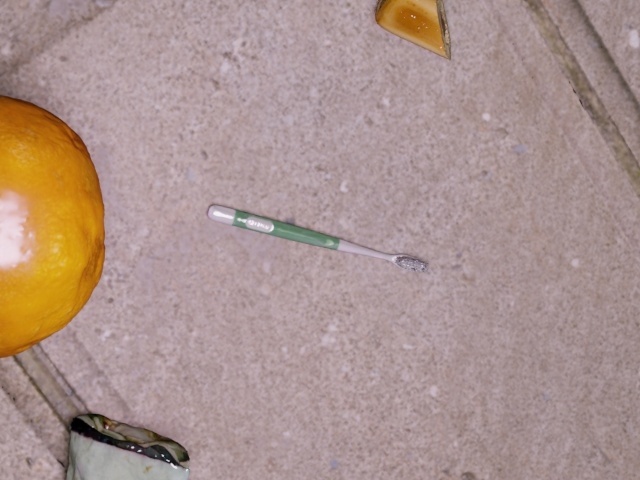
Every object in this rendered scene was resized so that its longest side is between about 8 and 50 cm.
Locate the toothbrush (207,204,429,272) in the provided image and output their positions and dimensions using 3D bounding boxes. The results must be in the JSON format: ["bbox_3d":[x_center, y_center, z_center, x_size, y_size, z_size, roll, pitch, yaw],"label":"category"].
[{"bbox_3d":[0.000,0.000,1.705,0.257,0.024,0.018,15,94,-16],"label":"toothbrush"}]

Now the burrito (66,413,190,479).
[{"bbox_3d":[-0.211,0.306,1.652,0.144,0.089,0.229,16,103,20],"label":"burrito"}]

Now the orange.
[{"bbox_3d":[-0.325,-0.015,1.489,0.261,0.261,0.261,-2,98,-15],"label":"orange"}]

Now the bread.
[{"bbox_3d":[0.112,-0.241,1.683,0.103,0.049,0.062,22,125,-18],"label":"bread"}]
